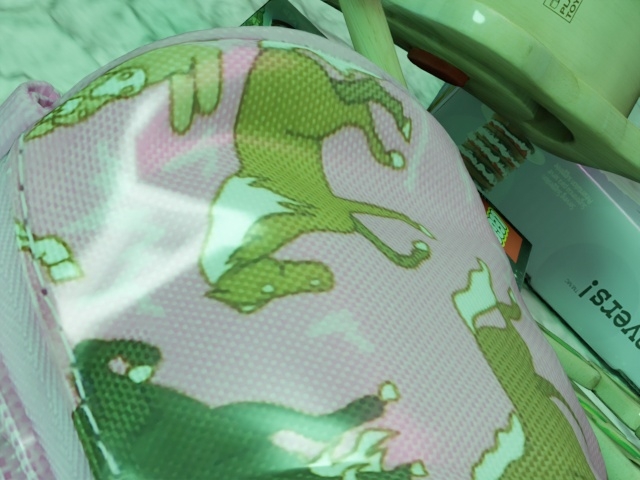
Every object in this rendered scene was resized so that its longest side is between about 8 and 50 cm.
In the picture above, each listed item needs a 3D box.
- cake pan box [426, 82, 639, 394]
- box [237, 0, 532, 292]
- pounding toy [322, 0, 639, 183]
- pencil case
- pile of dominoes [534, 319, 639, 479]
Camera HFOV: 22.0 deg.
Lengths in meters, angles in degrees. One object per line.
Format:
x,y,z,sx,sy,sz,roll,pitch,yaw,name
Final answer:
0.175,-0.010,0.910,0.267,0.070,0.246,46,25,-2,cake pan box
0.000,0.000,0.619,0.159,0.044,0.233,44,23,-6,box
0.041,-0.084,0.675,0.154,0.154,0.269,28,0,43,pounding toy
0.027,0.134,0.313,0.167,0.160,0.386,88,-19,-52,pencil case
0.137,0.072,0.514,0.196,0.040,0.251,35,7,-18,pile of dominoes
